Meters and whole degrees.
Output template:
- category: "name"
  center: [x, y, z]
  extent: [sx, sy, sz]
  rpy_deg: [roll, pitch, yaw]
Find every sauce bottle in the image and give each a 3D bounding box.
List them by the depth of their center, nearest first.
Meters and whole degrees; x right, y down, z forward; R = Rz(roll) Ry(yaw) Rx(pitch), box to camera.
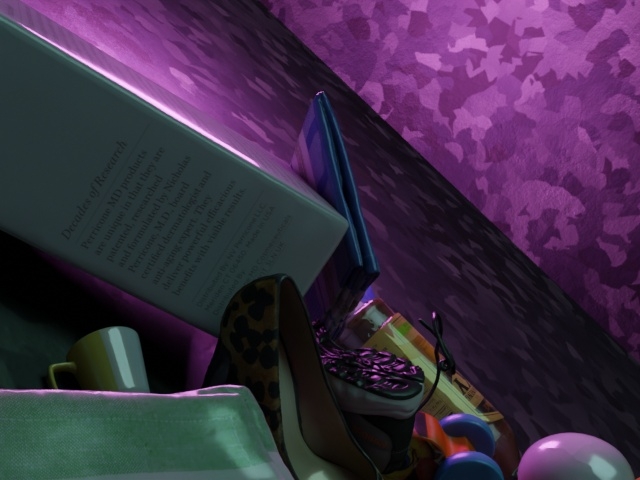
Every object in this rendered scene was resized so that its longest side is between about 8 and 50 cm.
- category: "sauce bottle"
  center: [0.152, 0.220, 1.184]
  extent: [0.344, 0.111, 0.111]
  rpy_deg: [45, 17, 7]

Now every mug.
- category: "mug"
  center: [-0.178, 0.118, 0.817]
  extent: [0.062, 0.078, 0.064]
  rpy_deg: [78, -14, -60]

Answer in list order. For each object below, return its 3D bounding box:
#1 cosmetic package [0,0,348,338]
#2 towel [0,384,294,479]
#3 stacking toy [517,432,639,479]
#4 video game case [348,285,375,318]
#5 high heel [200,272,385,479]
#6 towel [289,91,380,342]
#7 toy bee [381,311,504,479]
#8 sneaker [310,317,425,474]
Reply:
- category: "cosmetic package"
  center: [-0.221, -0.088, 0.915]
  extent: [0.453, 0.161, 0.230]
  rpy_deg: [31, 7, -24]
- category: "towel"
  center: [-0.039, 0.186, 0.427]
  extent: [0.248, 0.038, 0.325]
  rpy_deg: [10, 33, -49]
- category: "stacking toy"
  center: [0.413, 0.367, 1.060]
  extent: [0.480, 0.350, 0.350]
  rpy_deg: [32, 18, -7]
- category: "video game case"
  center: [-0.038, 0.015, 1.352]
  extent: [0.244, 0.061, 0.269]
  rpy_deg: [35, 18, -24]
- category: "high heel"
  center: [0.009, 0.155, 0.837]
  extent: [0.261, 0.186, 0.093]
  rpy_deg: [36, 36, 16]
- category: "towel"
  center: [0.000, 0.000, 1.075]
  extent: [0.034, 0.285, 0.209]
  rpy_deg: [-8, 66, -15]
- category: "toy bee"
  center: [0.107, 0.235, 1.031]
  extent: [0.195, 0.162, 0.298]
  rpy_deg: [-8, 77, -79]
- category: "sneaker"
  center: [-0.011, 0.145, 0.981]
  extent: [0.100, 0.108, 0.271]
  rpy_deg: [-9, 20, -37]
